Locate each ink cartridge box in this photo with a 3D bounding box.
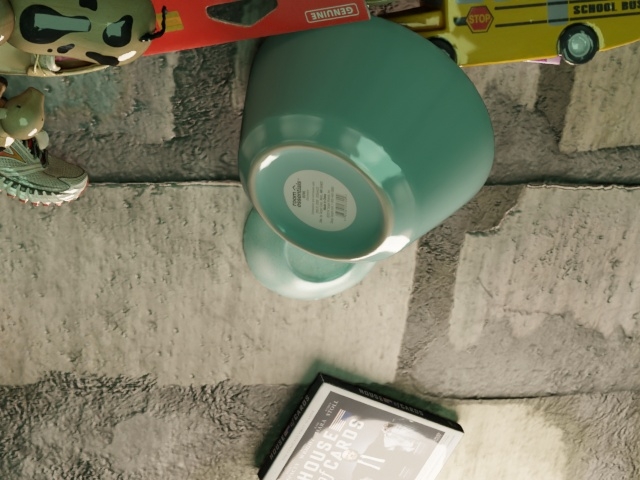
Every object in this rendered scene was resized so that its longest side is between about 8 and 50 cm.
[{"bbox_3d":[-0.120,-0.323,1.901,0.296,0.066,0.261,-7,120,22],"label":"ink cartridge box"}]

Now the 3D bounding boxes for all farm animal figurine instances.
[{"bbox_3d":[-0.319,-0.217,1.829,0.327,0.172,0.330,-10,121,-4],"label":"farm animal figurine"}]

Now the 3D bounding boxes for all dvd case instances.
[{"bbox_3d":[0.057,0.294,2.403,0.239,0.029,0.179,22,110,-26],"label":"dvd case"}]

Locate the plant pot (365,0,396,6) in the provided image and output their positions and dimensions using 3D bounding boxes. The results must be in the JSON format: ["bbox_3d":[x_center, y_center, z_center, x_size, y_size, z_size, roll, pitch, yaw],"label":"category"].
[{"bbox_3d":[0.045,-0.394,1.970,0.237,0.109,0.237,-8,120,-13],"label":"plant pot"}]

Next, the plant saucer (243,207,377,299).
[{"bbox_3d":[0.000,0.000,2.218,0.195,0.037,0.195,-8,120,-13],"label":"plant saucer"}]

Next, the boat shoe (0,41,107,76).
[{"bbox_3d":[-0.309,-0.217,1.992,0.170,0.059,0.063,-10,120,-11],"label":"boat shoe"}]

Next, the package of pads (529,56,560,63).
[{"bbox_3d":[0.263,-0.247,2.160,0.083,0.032,0.050,3,113,-19],"label":"package of pads"}]

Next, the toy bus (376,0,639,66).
[{"bbox_3d":[0.227,-0.271,2.066,0.333,0.108,0.130,-7,103,-13],"label":"toy bus"}]

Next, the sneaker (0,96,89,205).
[{"bbox_3d":[-0.367,-0.112,2.018,0.225,0.088,0.092,25,108,-27],"label":"sneaker"}]

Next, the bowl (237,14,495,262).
[{"bbox_3d":[0.030,-0.094,2.007,0.312,0.163,0.311,16,136,15],"label":"bowl"}]
